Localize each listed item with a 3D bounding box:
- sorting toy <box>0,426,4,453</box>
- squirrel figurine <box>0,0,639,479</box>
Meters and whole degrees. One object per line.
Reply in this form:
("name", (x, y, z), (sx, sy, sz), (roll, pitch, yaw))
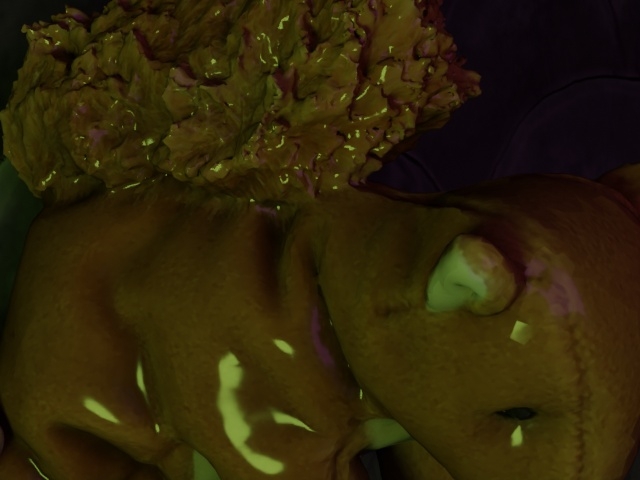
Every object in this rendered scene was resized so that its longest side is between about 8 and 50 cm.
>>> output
("sorting toy", (-0.328, 0.136, 0.812), (0.229, 0.041, 0.307), (49, 59, -18))
("squirrel figurine", (0.000, 0.000, 0.902), (0.281, 0.370, 0.397), (-13, 89, -42))
